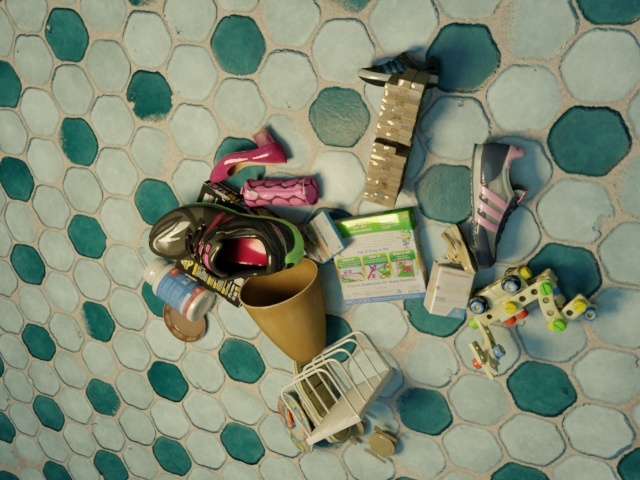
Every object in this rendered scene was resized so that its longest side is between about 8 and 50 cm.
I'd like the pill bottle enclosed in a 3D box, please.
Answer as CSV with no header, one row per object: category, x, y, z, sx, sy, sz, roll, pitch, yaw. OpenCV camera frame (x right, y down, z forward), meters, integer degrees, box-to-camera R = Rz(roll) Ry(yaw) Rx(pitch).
pill bottle,-0.456,0.150,1.931,0.221,0.124,0.124,33,118,16

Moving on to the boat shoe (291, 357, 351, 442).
boat shoe,-0.019,0.480,1.856,0.103,0.113,0.302,-36,76,52

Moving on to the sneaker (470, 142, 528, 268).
sneaker,0.434,-0.078,1.463,0.131,0.112,0.319,0,112,19

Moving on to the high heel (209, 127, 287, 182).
high heel,-0.207,-0.207,1.724,0.244,0.082,0.117,-34,81,17

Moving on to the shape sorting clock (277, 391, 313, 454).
shape sorting clock,-0.082,0.580,1.914,0.206,0.040,0.206,44,143,47

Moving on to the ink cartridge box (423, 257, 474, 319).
ink cartridge box,0.333,0.118,1.561,0.092,0.090,0.143,12,98,-3

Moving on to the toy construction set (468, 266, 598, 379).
toy construction set,0.496,0.190,1.508,0.328,0.151,0.215,-39,91,15

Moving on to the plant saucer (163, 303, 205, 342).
plant saucer,-0.451,0.262,2.027,0.168,0.029,0.168,9,111,23

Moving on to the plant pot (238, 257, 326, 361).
plant pot,-0.077,0.217,1.749,0.237,0.237,0.254,-8,120,26

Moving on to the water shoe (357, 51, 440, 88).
water shoe,0.193,-0.420,1.485,0.203,0.073,0.080,10,91,16

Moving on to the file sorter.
file sorter,0.049,0.402,1.710,0.193,0.278,0.173,-35,88,30

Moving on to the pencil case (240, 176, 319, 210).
pencil case,-0.114,-0.134,1.693,0.209,0.098,0.095,-2,77,23

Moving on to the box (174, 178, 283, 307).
box,-0.283,0.011,1.836,0.257,0.079,0.322,31,117,13

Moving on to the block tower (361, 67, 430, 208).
block tower,0.182,-0.248,1.487,0.091,0.097,0.335,18,126,11

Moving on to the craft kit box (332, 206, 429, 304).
craft kit box,0.158,0.047,1.663,0.250,0.061,0.246,-8,107,26

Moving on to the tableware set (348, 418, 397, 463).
tableware set,0.147,0.592,1.865,0.194,0.039,0.128,29,127,17

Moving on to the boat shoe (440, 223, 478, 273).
boat shoe,0.344,0.030,1.513,0.059,0.170,0.063,-30,125,17

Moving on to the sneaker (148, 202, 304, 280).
sneaker,-0.289,0.004,1.677,0.483,0.202,0.185,3,108,23

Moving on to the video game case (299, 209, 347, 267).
video game case,0.000,0.000,1.693,0.119,0.015,0.166,60,143,6
